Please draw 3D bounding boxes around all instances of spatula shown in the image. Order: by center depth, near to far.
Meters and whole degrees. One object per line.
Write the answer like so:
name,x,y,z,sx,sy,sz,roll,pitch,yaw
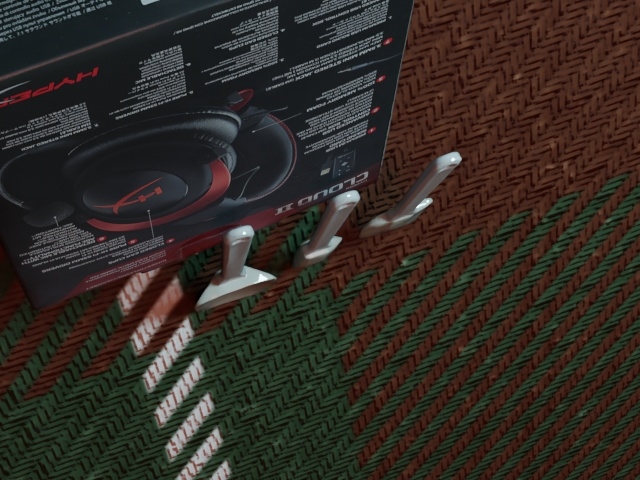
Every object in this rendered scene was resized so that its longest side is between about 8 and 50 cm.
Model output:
spatula,0.000,0.000,0.852,0.168,0.019,0.242,-19,174,-8

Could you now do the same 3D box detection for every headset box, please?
headset box,-0.078,-0.082,0.703,0.218,0.110,0.293,-21,161,-10
